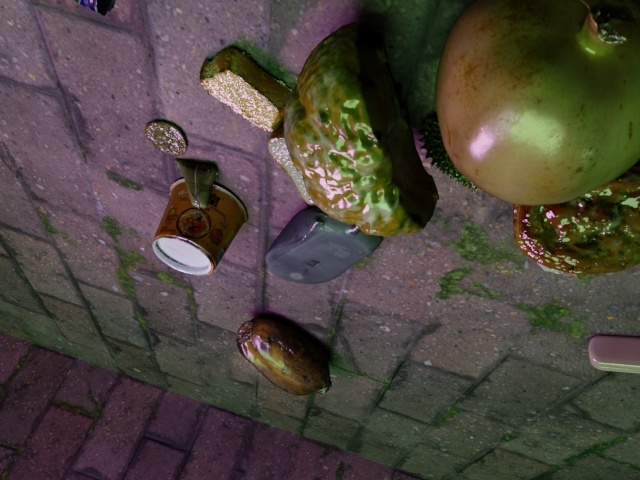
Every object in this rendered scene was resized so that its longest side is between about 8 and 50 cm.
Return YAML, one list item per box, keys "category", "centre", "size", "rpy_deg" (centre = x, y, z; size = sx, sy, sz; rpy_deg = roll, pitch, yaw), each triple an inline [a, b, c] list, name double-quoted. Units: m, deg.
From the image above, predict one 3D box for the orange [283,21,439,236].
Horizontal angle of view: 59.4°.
- category: "orange"
  centre: [0.057, -0.154, 0.926]
  size: [0.210, 0.271, 0.369]
  rpy_deg: [-15, 128, 16]

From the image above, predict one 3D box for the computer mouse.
- category: "computer mouse"
  centre: [0.000, 0.000, 1.326]
  size: [0.188, 0.122, 0.371]
  rpy_deg: [19, 154, -23]

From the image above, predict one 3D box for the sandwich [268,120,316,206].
- category: "sandwich"
  centre: [0.009, -0.163, 1.155]
  size: [0.186, 0.065, 0.215]
  rpy_deg: [-4, 138, 32]

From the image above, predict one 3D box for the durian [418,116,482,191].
- category: "durian"
  centre: [0.269, -0.144, 1.025]
  size: [0.220, 0.095, 0.137]
  rpy_deg: [32, 144, -5]

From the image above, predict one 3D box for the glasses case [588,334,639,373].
- category: "glasses case"
  centre: [0.759, 0.278, 1.361]
  size: [0.196, 0.083, 0.050]
  rpy_deg: [0, 140, 29]

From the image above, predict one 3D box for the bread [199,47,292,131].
- category: "bread"
  centre: [-0.140, -0.287, 1.069]
  size: [0.187, 0.065, 0.103]
  rpy_deg: [37, 148, -20]

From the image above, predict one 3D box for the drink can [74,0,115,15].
- category: "drink can"
  centre: [-0.459, -0.477, 0.938]
  size: [0.235, 0.097, 0.097]
  rpy_deg: [27, 145, -8]

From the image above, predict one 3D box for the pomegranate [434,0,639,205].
- category: "pomegranate"
  centre: [0.303, -0.204, 0.754]
  size: [0.319, 0.319, 0.319]
  rpy_deg: [14, 145, 10]

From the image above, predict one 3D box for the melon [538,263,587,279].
- category: "melon"
  centre: [0.466, 0.007, 1.137]
  size: [0.202, 0.093, 0.139]
  rpy_deg: [45, 147, -20]

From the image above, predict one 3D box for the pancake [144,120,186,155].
- category: "pancake"
  centre: [-0.355, -0.235, 1.287]
  size: [0.108, 0.017, 0.108]
  rpy_deg: [15, 143, 12]

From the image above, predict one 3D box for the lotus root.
- category: "lotus root"
  centre: [-0.113, 0.400, 1.895]
  size: [0.397, 0.179, 0.196]
  rpy_deg: [41, 143, -26]

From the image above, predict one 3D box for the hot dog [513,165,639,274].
- category: "hot dog"
  centre: [0.486, -0.041, 0.994]
  size: [0.272, 0.122, 0.196]
  rpy_deg: [3, 106, 16]

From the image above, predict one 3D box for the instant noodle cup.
- category: "instant noodle cup"
  centre: [-0.313, -0.025, 1.417]
  size: [0.216, 0.172, 0.216]
  rpy_deg: [14, 147, 9]

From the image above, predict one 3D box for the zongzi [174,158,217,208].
- category: "zongzi"
  centre: [-0.311, -0.134, 1.333]
  size: [0.113, 0.104, 0.052]
  rpy_deg: [15, 174, 12]
